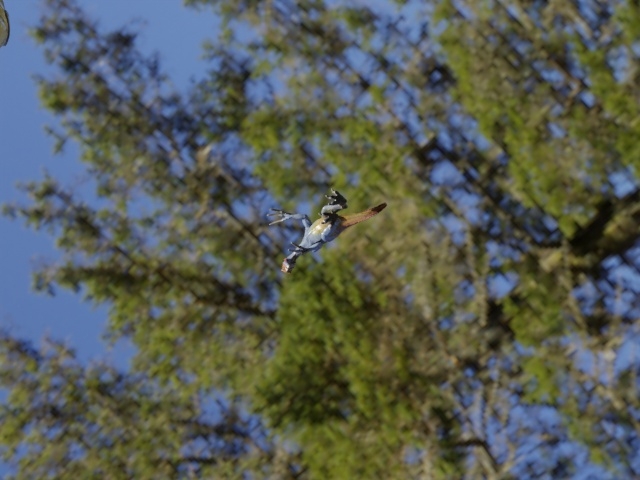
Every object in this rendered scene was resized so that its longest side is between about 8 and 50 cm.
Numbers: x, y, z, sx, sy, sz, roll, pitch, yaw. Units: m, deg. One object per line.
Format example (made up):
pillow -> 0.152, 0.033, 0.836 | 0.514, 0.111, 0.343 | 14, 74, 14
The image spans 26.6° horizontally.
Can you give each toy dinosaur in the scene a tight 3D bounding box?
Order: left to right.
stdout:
toy dinosaur -> 0.000, 0.000, 1.104 | 0.090, 0.082, 0.047 | 11, -126, -8

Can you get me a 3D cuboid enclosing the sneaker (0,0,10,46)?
sneaker -> -0.442, -0.191, 1.204 | 0.330, 0.122, 0.146 | -8, -159, -16
